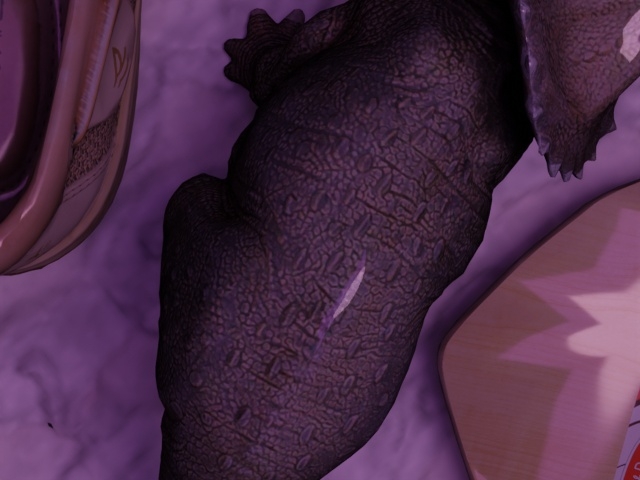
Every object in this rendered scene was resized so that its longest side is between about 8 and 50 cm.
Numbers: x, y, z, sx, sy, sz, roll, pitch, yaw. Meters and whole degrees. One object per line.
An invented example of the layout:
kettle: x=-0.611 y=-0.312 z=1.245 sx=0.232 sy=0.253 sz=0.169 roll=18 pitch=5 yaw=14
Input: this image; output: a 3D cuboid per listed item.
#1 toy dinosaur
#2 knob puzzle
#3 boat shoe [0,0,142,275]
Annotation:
toy dinosaur: x=0.000 y=0.000 z=0.419 sx=0.121 sy=0.160 sz=0.313 roll=41 pitch=86 yaw=-6
knob puzzle: x=0.132 y=0.060 z=0.503 sx=0.213 sy=0.030 sz=0.213 roll=0 pitch=93 yaw=-7
boat shoe: x=-0.094 y=-0.157 z=0.426 sx=0.122 sy=0.110 sz=0.341 roll=-2 pitch=92 yaw=-7
